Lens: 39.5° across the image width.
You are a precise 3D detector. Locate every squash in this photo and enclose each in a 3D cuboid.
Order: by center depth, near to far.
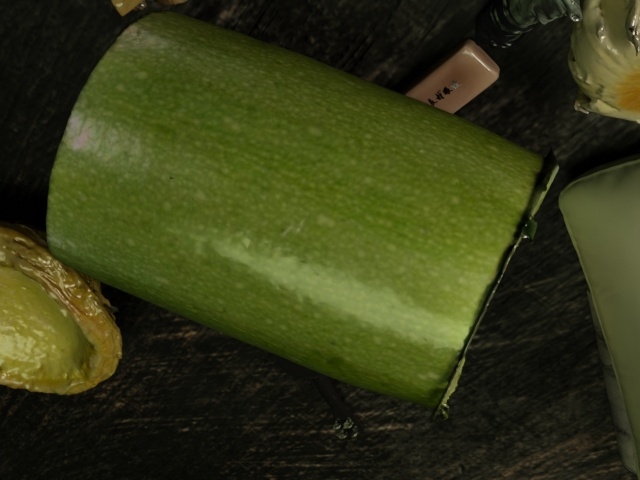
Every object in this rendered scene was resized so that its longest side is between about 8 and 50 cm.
[{"bbox_3d":[-0.013,-0.023,0.797,0.384,0.263,0.263,22,135,8],"label":"squash"}]

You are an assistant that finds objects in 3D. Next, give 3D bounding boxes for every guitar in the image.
[{"bbox_3d":[-0.006,0.174,1.148,0.084,0.038,0.271,-6,128,27],"label":"guitar"}]

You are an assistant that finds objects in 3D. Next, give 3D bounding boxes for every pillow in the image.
[{"bbox_3d":[0.359,0.066,0.765,0.255,0.120,0.322,-17,85,41],"label":"pillow"}]

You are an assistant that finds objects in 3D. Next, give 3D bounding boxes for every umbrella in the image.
[{"bbox_3d":[0.170,-0.185,0.681,0.050,0.046,0.188,32,172,-7],"label":"umbrella"}]

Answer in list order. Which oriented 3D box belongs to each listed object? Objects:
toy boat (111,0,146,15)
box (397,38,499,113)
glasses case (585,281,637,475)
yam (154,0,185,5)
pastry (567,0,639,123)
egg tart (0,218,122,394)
[{"bbox_3d":[-0.089,-0.255,0.742,0.206,0.064,0.072,-30,111,15],"label":"toy boat"},{"bbox_3d":[0.111,-0.138,0.830,0.048,0.025,0.115,42,132,-16],"label":"box"},{"bbox_3d":[0.366,0.150,0.969,0.114,0.060,0.299,-4,129,26],"label":"glasses case"},{"bbox_3d":[-0.187,-0.311,0.765,0.056,0.057,0.241,-13,125,30],"label":"yam"},{"bbox_3d":[0.269,-0.154,0.685,0.165,0.088,0.166,3,162,1],"label":"pastry"},{"bbox_3d":[-0.379,0.071,1.140,0.294,0.123,0.294,8,132,9],"label":"egg tart"}]
